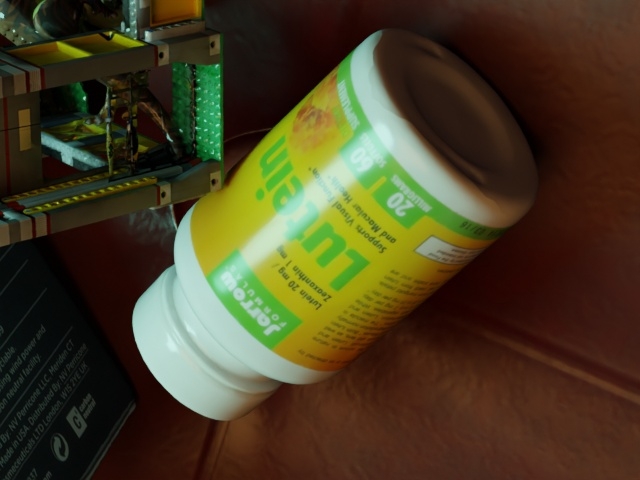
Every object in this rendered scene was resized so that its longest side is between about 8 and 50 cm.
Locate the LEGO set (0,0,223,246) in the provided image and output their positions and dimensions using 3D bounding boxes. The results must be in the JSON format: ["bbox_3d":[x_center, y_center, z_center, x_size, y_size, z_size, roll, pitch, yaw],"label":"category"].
[{"bbox_3d":[-0.190,-0.146,1.089,0.255,0.192,0.331,34,128,41],"label":"LEGO set"}]

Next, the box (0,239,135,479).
[{"bbox_3d":[-0.365,0.048,1.238,0.293,0.212,0.395,-22,111,27],"label":"box"}]

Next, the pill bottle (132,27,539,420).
[{"bbox_3d":[0.000,0.000,1.149,0.136,0.136,0.245,47,119,-2],"label":"pill bottle"}]
